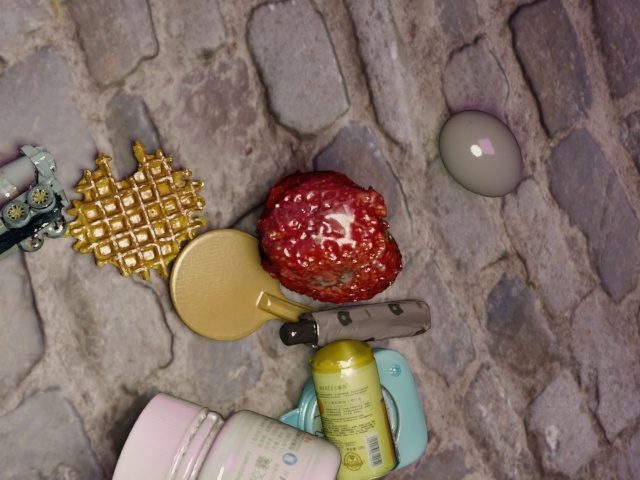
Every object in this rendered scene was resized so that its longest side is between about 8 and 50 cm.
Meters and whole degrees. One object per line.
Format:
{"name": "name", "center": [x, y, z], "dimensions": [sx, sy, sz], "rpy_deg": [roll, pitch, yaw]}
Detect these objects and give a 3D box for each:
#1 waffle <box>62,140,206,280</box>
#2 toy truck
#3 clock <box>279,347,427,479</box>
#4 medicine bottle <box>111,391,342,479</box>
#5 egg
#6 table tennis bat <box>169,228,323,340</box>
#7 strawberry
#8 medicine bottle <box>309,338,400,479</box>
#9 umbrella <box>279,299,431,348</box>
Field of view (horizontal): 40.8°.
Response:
{"name": "waffle", "center": [-0.316, -0.048, 1.495], "dimensions": [0.232, 0.051, 0.228], "rpy_deg": [30, 77, -19]}
{"name": "toy truck", "center": [-0.522, -0.042, 1.380], "dimensions": [0.257, 0.108, 0.140], "rpy_deg": [-35, 71, -18]}
{"name": "clock", "center": [0.055, 0.335, 1.611], "dimensions": [0.274, 0.094, 0.223], "rpy_deg": [-15, 93, -20]}
{"name": "medicine bottle", "center": [-0.151, 0.398, 1.394], "dimensions": [0.325, 0.256, 0.256], "rpy_deg": [21, 79, 6]}
{"name": "egg", "center": [0.320, -0.170, 1.707], "dimensions": [0.146, 0.146, 0.198], "rpy_deg": [-45, 111, -17]}
{"name": "table tennis bat", "center": [-0.121, 0.101, 1.553], "dimensions": [0.321, 0.050, 0.198], "rpy_deg": [25, 84, -25]}
{"name": "strawberry", "center": [0.000, 0.000, 1.510], "dimensions": [0.220, 0.274, 0.274], "rpy_deg": [-37, 101, -16]}
{"name": "medicine bottle", "center": [0.056, 0.290, 1.497], "dimensions": [0.124, 0.124, 0.238], "rpy_deg": [-13, 93, -22]}
{"name": "umbrella", "center": [0.070, 0.155, 1.598], "dimensions": [0.337, 0.067, 0.073], "rpy_deg": [-2, 78, -37]}
